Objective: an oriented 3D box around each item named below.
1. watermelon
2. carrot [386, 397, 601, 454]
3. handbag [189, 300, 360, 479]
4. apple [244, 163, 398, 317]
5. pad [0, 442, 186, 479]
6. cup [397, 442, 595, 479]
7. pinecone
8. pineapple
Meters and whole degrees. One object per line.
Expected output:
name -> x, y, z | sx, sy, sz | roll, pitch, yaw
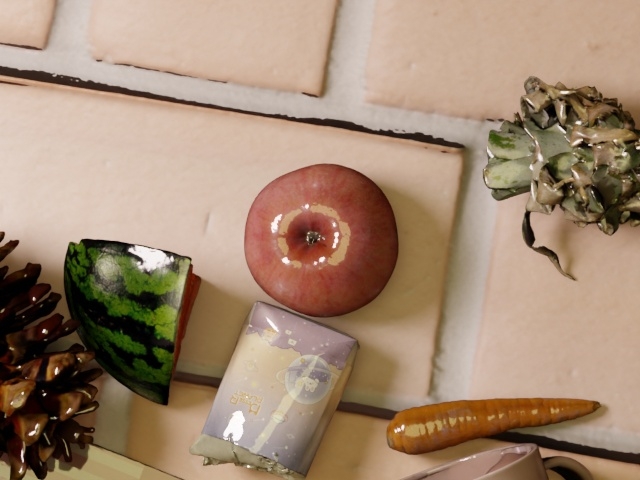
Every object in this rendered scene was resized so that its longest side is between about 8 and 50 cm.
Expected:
watermelon -> -0.179, 0.061, 1.777 | 0.137, 0.145, 0.193 | -33, 85, -4
carrot -> 0.170, 0.175, 1.798 | 0.216, 0.048, 0.048 | -9, 86, -2
handbag -> -0.044, 0.157, 1.791 | 0.117, 0.095, 0.173 | 22, 80, 10
apple -> 0.000, 0.000, 1.779 | 0.153, 0.120, 0.153 | 0, 87, 4
pad -> -0.275, 0.346, 1.830 | 0.202, 0.005, 0.300 | 21, 88, 5
cup -> 0.171, 0.307, 1.731 | 0.252, 0.191, 0.200 | -19, 89, -31
pinecone -> -0.336, 0.110, 1.740 | 0.292, 0.246, 0.246 | 37, 89, -6
pineapple -> 0.296, -0.081, 1.744 | 0.271, 0.262, 0.263 | 2, 86, 27
